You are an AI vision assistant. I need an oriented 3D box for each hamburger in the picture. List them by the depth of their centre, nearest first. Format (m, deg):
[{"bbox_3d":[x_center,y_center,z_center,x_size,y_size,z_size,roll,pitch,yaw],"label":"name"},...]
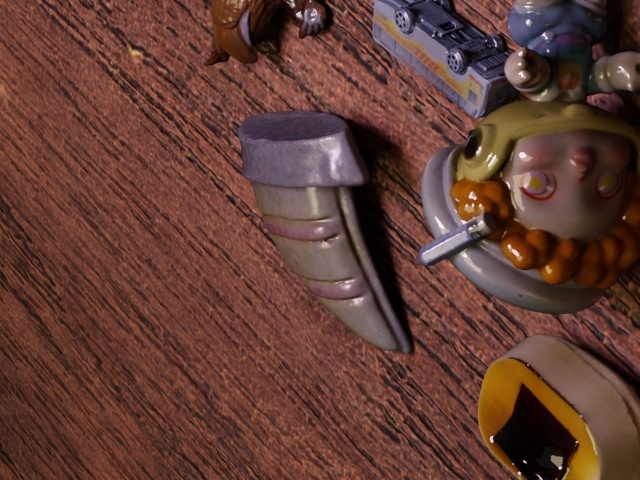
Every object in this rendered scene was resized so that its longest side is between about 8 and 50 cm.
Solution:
[{"bbox_3d":[0.256,0.195,2.036,0.210,0.116,0.173,41,126,41],"label":"hamburger"}]

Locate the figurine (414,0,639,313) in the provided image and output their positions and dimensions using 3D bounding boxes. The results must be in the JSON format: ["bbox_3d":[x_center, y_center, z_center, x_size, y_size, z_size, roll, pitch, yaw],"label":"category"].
[{"bbox_3d":[0.236,-0.124,1.913,0.205,0.224,0.382,37,111,65],"label":"figurine"}]

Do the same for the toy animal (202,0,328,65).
[{"bbox_3d":[-0.077,-0.261,2.311,0.179,0.089,0.188,37,127,19],"label":"toy animal"}]

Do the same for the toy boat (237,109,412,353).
[{"bbox_3d":[-0.014,-0.030,2.304,0.276,0.111,0.294,34,140,50],"label":"toy boat"}]

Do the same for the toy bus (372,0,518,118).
[{"bbox_3d":[0.131,-0.201,2.072,0.190,0.064,0.075,43,140,34],"label":"toy bus"}]
